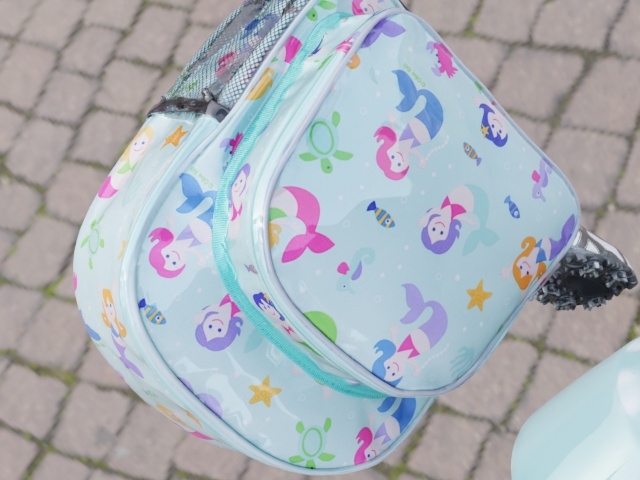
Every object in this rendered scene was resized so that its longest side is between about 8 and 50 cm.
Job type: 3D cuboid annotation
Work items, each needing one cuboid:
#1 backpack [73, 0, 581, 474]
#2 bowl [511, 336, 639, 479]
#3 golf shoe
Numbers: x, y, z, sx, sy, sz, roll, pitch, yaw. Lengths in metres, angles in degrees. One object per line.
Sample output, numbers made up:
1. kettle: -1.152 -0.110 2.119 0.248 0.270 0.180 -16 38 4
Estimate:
1. backpack: 0.000 0.000 0.860 0.253 0.225 0.191 -50 23 -12
2. bowl: 0.348 0.199 1.418 0.311 0.163 0.311 14 38 -11
3. golf shoe: 0.171 -0.008 1.183 0.077 0.198 0.094 -31 53 33
